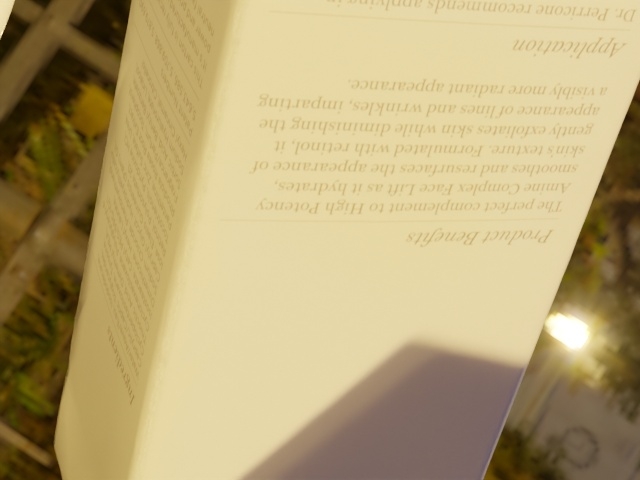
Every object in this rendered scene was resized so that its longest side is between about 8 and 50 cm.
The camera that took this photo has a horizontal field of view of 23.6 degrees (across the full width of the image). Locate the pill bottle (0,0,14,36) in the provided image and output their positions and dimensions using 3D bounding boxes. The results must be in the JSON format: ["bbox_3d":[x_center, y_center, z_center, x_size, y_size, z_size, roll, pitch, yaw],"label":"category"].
[{"bbox_3d":[-0.213,-0.118,0.465,0.131,0.229,0.131,-45,153,-29],"label":"pill bottle"}]

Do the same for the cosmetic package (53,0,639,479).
[{"bbox_3d":[0.000,0.000,0.432,0.085,0.117,0.231,-117,-145,-47],"label":"cosmetic package"}]
